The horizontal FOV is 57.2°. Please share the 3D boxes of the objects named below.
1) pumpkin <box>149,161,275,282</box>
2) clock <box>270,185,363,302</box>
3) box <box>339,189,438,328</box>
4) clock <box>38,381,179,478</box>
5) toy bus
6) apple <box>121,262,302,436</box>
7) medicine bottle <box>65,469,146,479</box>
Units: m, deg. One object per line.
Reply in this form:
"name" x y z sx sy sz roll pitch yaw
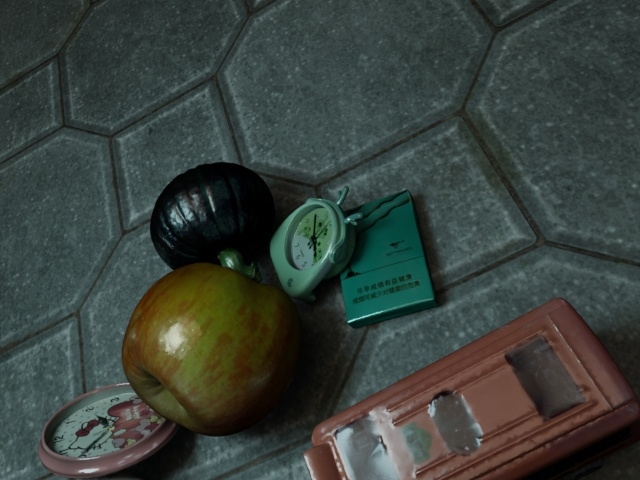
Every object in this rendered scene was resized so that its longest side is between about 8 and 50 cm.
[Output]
"pumpkin" -0.188 -0.014 1.112 0.248 0.248 0.248 -11 61 20
"clock" 0.000 0.000 1.078 0.211 0.066 0.159 -44 47 25
"box" 0.111 0.031 1.066 0.160 0.042 0.226 -18 59 16
"clock" -0.370 0.334 1.044 0.244 0.056 0.244 -4 20 2
"toy bus" 0.194 0.267 0.793 0.426 0.233 0.203 -30 56 7
"apple" -0.171 0.169 0.988 0.301 0.301 0.302 -11 61 20
"medicine bottle" -0.297 0.481 0.950 0.273 0.165 0.165 13 71 28
